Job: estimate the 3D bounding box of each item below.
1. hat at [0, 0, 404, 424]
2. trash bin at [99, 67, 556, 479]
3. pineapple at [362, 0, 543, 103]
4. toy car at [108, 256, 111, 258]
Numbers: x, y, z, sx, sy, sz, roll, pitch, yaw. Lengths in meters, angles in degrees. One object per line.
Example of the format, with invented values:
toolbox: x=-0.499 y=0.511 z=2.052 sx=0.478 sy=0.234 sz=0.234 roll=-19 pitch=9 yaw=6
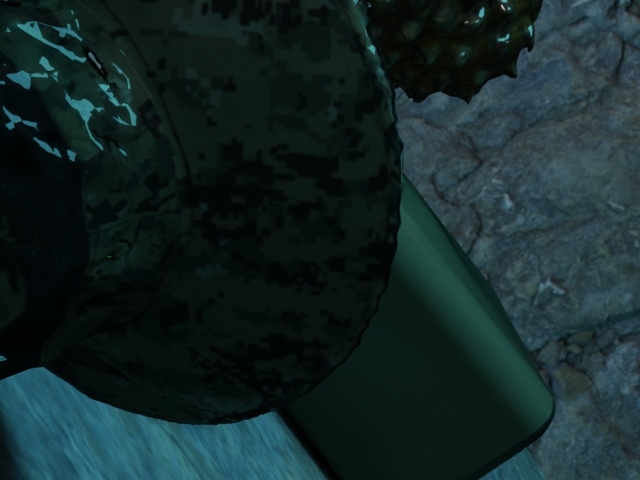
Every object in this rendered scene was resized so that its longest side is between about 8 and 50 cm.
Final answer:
hat: x=-0.113 y=-0.026 z=0.548 sx=0.128 sy=0.265 sz=0.265 roll=-37 pitch=96 yaw=-47
trash bin: x=0.000 y=0.000 z=1.192 sx=0.343 sy=0.158 sz=0.223 roll=54 pitch=7 yaw=-26
pineapple: x=0.007 y=-0.205 z=1.140 sx=0.361 sy=0.175 sz=0.175 roll=20 pitch=33 yaw=-44
toy car: x=-0.129 y=-0.035 z=0.803 sx=0.165 sy=0.062 sz=0.071 roll=58 pitch=6 yaw=0
